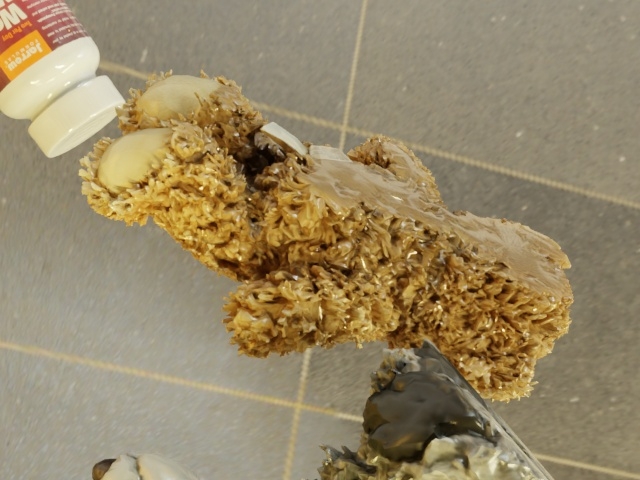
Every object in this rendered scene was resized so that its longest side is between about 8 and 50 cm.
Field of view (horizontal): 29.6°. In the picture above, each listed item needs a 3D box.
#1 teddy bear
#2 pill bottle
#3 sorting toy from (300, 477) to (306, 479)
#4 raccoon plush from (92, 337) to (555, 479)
[{"bbox_3d":[0.000,0.000,0.820,0.338,0.113,0.245,18,29,-19],"label":"teddy bear"},{"bbox_3d":[-0.307,-0.203,1.255,0.121,0.121,0.221,-37,91,-22],"label":"pill bottle"},{"bbox_3d":[0.108,0.453,1.887,0.256,0.257,0.089,28,96,-15],"label":"sorting toy"},{"bbox_3d":[0.044,0.265,0.608,0.299,0.216,0.446,-41,63,2],"label":"raccoon plush"}]
